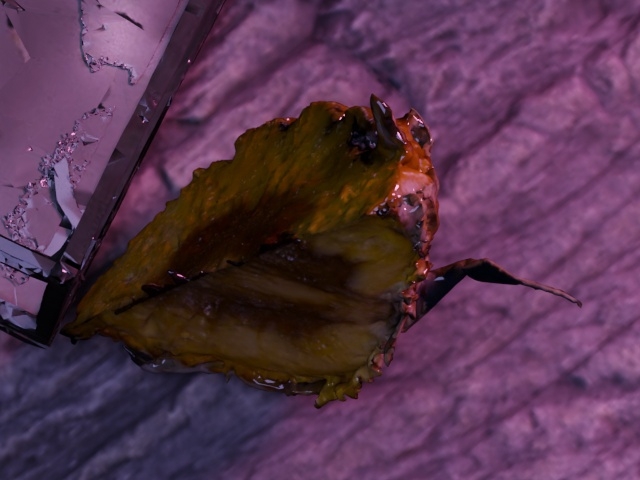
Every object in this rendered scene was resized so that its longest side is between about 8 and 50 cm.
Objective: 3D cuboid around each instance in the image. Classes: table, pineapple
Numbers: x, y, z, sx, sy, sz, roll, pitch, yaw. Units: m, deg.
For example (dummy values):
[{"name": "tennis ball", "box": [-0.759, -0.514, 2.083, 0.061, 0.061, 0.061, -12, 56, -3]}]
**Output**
[{"name": "table", "box": [-0.180, -0.142, 0.888, 0.222, 0.272, 0.335, 26, 75, -6]}, {"name": "pineapple", "box": [0.003, 0.004, 0.951, 0.158, 0.334, 0.161, 41, 46, -19]}]
